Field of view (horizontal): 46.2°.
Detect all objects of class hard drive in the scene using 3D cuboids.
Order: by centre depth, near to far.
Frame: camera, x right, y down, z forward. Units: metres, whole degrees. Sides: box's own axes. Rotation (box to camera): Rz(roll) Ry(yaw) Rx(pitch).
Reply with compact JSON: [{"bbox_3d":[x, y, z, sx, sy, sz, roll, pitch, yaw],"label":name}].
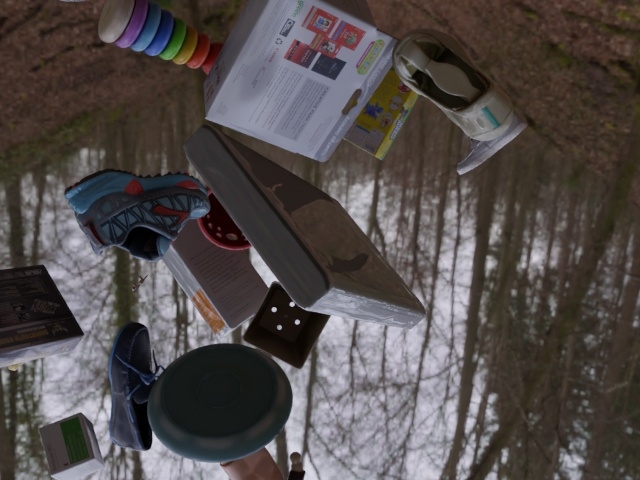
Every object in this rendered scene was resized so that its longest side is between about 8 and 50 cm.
[{"bbox_3d":[0.000,0.000,0.791,0.203,0.040,0.307,52,-169,22],"label":"hard drive"}]

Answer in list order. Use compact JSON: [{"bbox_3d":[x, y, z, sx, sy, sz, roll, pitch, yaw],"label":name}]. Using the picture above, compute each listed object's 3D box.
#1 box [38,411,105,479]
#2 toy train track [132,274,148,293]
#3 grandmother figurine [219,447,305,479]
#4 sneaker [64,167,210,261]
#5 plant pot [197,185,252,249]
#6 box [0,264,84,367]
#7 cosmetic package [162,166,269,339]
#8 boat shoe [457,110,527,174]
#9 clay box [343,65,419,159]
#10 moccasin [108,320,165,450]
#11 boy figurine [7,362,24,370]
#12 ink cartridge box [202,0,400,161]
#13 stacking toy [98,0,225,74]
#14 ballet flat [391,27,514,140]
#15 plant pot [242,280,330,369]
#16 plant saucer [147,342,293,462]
[{"bbox_3d":[-0.486,0.407,1.472,0.087,0.102,0.101,-20,-114,-11],"label":"box"},{"bbox_3d":[-0.366,0.087,1.496,0.014,0.083,0.048,39,-116,-10],"label":"toy train track"},{"bbox_3d":[-0.116,0.573,1.728,0.208,0.342,0.104,-37,-158,-19],"label":"grandmother figurine"},{"bbox_3d":[-0.249,-0.025,1.079,0.104,0.125,0.262,-25,170,29],"label":"sneaker"},{"bbox_3d":[-0.212,-0.092,1.938,0.191,0.191,0.174,5,-156,0],"label":"plant pot"},{"bbox_3d":[-0.587,0.141,1.405,0.231,0.056,0.183,-9,-122,-54],"label":"box"},{"bbox_3d":[-0.339,0.044,2.134,0.162,0.453,0.230,-34,176,-22],"label":"cosmetic package"},{"bbox_3d":[0.367,-0.219,1.660,0.063,0.184,0.066,51,-149,0],"label":"boat shoe"},{"bbox_3d":[0.145,-0.316,1.766,0.127,0.222,0.053,34,-172,29],"label":"clay box"},{"bbox_3d":[-0.446,0.366,1.878,0.117,0.341,0.138,15,-156,25],"label":"moccasin"},{"bbox_3d":[-0.879,0.256,2.146,0.177,0.092,0.285,24,-161,-28],"label":"boy figurine"},{"bbox_3d":[-0.038,-0.335,1.438,0.272,0.309,0.130,19,-145,-26],"label":"ink cartridge box"},{"bbox_3d":[-0.352,-0.476,1.796,0.330,0.141,0.141,20,-169,-35],"label":"stacking toy"},{"bbox_3d":[0.146,-0.212,0.933,0.086,0.086,0.248,-8,-142,-29],"label":"ballet flat"},{"bbox_3d":[-0.056,0.131,1.237,0.109,0.109,0.096,29,-178,-5],"label":"plant pot"},{"bbox_3d":[-0.219,0.336,1.638,0.318,0.043,0.317,1,-139,-1],"label":"plant saucer"}]
